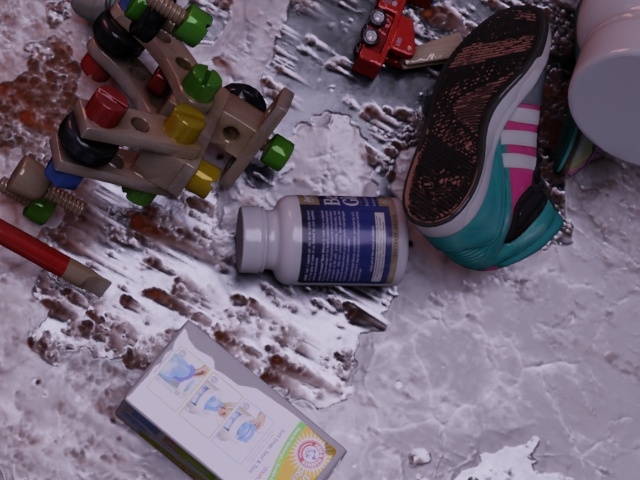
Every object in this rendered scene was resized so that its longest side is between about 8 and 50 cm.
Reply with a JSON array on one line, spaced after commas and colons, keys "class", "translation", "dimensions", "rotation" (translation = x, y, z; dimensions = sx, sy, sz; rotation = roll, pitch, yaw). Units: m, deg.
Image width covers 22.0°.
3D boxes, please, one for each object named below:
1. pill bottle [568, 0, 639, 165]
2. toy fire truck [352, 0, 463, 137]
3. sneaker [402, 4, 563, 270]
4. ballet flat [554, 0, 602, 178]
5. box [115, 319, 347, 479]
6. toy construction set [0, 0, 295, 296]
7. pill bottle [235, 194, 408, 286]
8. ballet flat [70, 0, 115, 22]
[{"class": "pill bottle", "translation": [0.385, -0.263, 1.731], "dimensions": [0.204, 0.204, 0.361], "rotation": [26, 56, -3]}, {"class": "toy fire truck", "translation": [0.110, -0.208, 1.797], "dimensions": [0.135, 0.047, 0.192], "rotation": [22, 73, -5]}, {"class": "sneaker", "translation": [0.196, -0.087, 1.727], "dimensions": [0.124, 0.178, 0.295], "rotation": [5, 58, 35]}, {"class": "ballet flat", "translation": [0.312, -0.168, 1.813], "dimensions": [0.079, 0.077, 0.221], "rotation": [14, 70, -10]}, {"class": "box", "translation": [-0.090, 0.190, 1.630], "dimensions": [0.203, 0.114, 0.103], "rotation": [39, 72, 0]}, {"class": "toy construction set", "translation": [-0.158, -0.081, 1.648], "dimensions": [0.237, 0.257, 0.309], "rotation": [32, 98, -19]}, {"class": "pill bottle", "translation": [0.000, 0.000, 1.702], "dimensions": [0.169, 0.094, 0.094], "rotation": [1, 77, -10]}, {"class": "ballet flat", "translation": [-0.202, -0.324, 1.761], "dimensions": [0.068, 0.072, 0.213], "rotation": [17, 69, 26]}]
